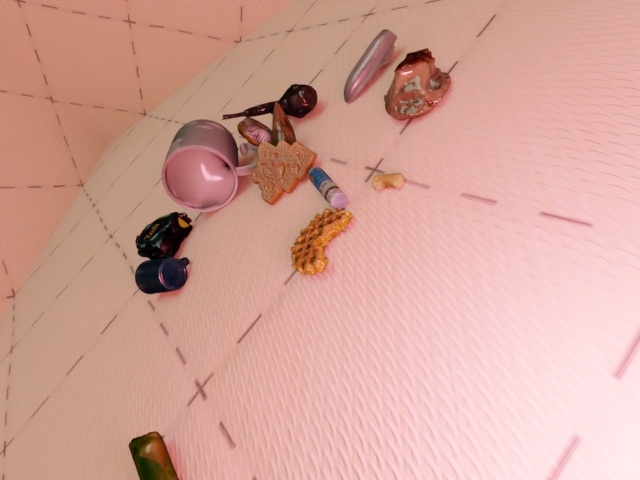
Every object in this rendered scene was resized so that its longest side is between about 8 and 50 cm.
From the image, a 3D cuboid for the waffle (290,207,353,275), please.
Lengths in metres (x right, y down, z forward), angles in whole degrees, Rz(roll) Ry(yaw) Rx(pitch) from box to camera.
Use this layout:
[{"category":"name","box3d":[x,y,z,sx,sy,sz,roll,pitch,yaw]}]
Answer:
[{"category":"waffle","box3d":[0.002,0.003,1.091,0.148,0.051,0.194,14,61,50]}]

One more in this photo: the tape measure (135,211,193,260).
[{"category":"tape measure","box3d":[-0.579,-0.010,1.643,0.186,0.112,0.199,-5,46,34]}]

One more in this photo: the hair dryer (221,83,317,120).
[{"category":"hair dryer","box3d":[-0.205,-0.473,1.599,0.359,0.120,0.303,-22,19,-29]}]

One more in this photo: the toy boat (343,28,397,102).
[{"category":"toy boat","box3d":[0.161,-0.563,1.467,0.261,0.085,0.078,-55,34,7]}]

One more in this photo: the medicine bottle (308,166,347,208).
[{"category":"medicine bottle","box3d":[0.017,-0.146,1.219,0.051,0.051,0.191,-42,35,5]}]

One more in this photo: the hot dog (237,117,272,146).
[{"category":"hot dog","box3d":[-0.232,-0.389,1.624,0.075,0.144,0.268,-63,25,17]}]

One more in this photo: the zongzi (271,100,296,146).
[{"category":"zongzi","box3d":[-0.124,-0.331,1.437,0.081,0.178,0.189,-10,43,3]}]

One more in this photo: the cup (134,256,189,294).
[{"category":"cup","box3d":[-0.512,0.100,1.463,0.138,0.113,0.150,-9,51,38]}]

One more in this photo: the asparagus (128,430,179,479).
[{"category":"asparagus","box3d":[-0.322,0.503,0.906,0.085,0.082,0.343,-48,36,-10]}]

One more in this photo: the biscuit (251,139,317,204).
[{"category":"biscuit","box3d":[-0.113,-0.227,1.389,0.238,0.041,0.213,-14,73,25]}]

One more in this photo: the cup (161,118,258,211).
[{"category":"cup","box3d":[-0.378,-0.296,1.631,0.356,0.260,0.275,-9,40,-2]}]

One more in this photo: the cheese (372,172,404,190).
[{"category":"cheese","box3d":[0.163,-0.140,1.082,0.083,0.030,0.044,0,49,38]}]

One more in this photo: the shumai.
[{"category":"shumai","box3d":[0.248,-0.425,1.200,0.201,0.120,0.202,-25,40,22]}]
